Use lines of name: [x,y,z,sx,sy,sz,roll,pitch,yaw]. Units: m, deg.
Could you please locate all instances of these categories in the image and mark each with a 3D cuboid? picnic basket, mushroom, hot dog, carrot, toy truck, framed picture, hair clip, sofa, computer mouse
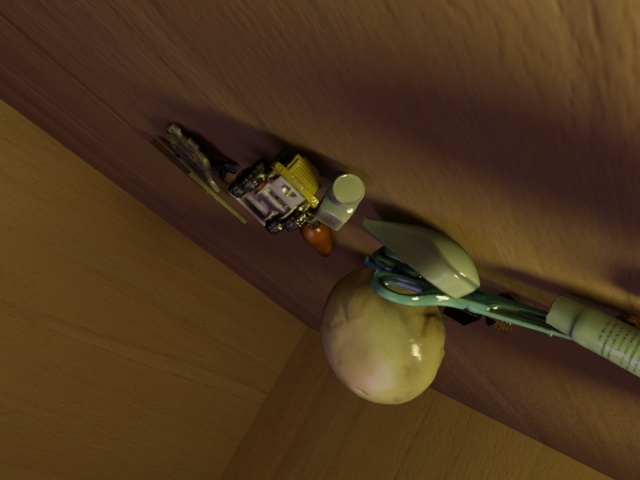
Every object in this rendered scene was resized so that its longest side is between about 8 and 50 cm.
picnic basket: [0.314,0.123,1.008,0.083,0.072,0.072,26,167,-4]
mushroom: [0.130,0.219,1.296,0.315,0.315,0.356,31,167,0]
hot dog: [0.462,0.129,0.814,0.083,0.021,0.037,40,154,-31]
carrot: [0.000,0.000,1.264,0.069,0.069,0.336,28,169,13]
toy truck: [-0.083,-0.089,1.006,0.136,0.111,0.286,45,165,-15]
framed picture: [-0.297,-0.142,1.375,0.184,0.016,0.250,39,176,36]
hair clip: [-0.264,-0.180,1.197,0.187,0.056,0.146,31,160,12]
sofa: [0.305,0.146,1.181,0.060,0.039,0.118,28,166,6]
computer mouse: [0.169,0.015,0.922,0.231,0.079,0.128,38,-177,42]

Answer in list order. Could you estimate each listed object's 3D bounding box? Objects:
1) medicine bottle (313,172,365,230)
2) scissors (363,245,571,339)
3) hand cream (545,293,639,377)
medicine bottle: [0.034,-0.067,0.907,0.055,0.074,0.118,32,167,-3]
scissors: [0.260,0.098,0.958,0.393,0.180,0.032,18,119,13]
hand cream: [0.460,0.169,0.734,0.058,0.085,0.331,10,-165,-47]
